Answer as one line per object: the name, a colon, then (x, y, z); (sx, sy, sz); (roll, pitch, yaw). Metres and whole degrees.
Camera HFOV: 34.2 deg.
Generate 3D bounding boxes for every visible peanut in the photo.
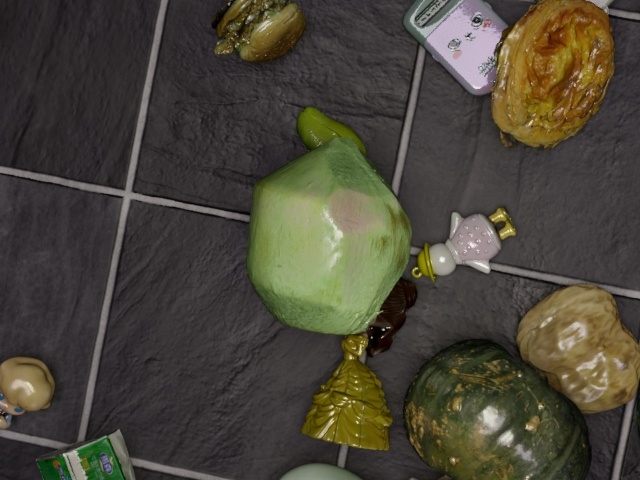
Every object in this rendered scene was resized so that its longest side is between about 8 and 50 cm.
peanut: (0.471, 0.198, 1.863); (0.196, 0.110, 0.233); (-33, 88, 1)

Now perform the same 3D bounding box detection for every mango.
mango: (0.021, -0.180, 1.920); (0.091, 0.074, 0.165); (-42, 76, 8)

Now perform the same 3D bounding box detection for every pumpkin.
pumpkin: (0.301, 0.326, 1.790); (0.327, 0.291, 0.257); (41, 85, -7)

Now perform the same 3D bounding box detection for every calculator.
calculator: (0.262, -0.379, 1.910); (0.141, 0.045, 0.246); (-43, 86, 4)

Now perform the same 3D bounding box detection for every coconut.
coconut: (0.014, -0.012, 1.730); (0.281, 0.328, 0.329); (10, 91, 24)

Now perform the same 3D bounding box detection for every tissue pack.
tissue pack: (-0.404, 0.470, 1.932); (0.156, 0.148, 0.209); (-19, 87, -35)

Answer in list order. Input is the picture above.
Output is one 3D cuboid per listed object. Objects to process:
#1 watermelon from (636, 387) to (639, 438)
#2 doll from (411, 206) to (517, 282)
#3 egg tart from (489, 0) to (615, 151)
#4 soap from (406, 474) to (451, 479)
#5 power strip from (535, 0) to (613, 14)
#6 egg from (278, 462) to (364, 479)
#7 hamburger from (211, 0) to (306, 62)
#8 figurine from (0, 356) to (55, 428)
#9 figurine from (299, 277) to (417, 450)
watermelon: (0.690, 0.364, 1.815); (0.176, 0.260, 0.256); (-23, 105, -9)
doll: (0.259, 0.013, 1.896); (0.207, 0.081, 0.129); (-29, 80, 7)
egg tart: (0.389, -0.297, 1.838); (0.297, 0.132, 0.297); (-15, 117, -32)
soap: (0.243, 0.642, 1.884); (0.304, 0.169, 0.339); (40, 125, 44)
power strip: (0.420, -0.495, 1.894); (0.270, 0.046, 0.118); (45, 97, 2)
egg: (0.030, 0.509, 1.869); (0.264, 0.183, 0.183); (32, 93, -3)
hamburger: (-0.116, -0.388, 1.888); (0.185, 0.159, 0.131); (-36, 90, -15)
figurine: (-0.595, 0.301, 1.964); (0.196, 0.108, 0.114); (-38, 84, 10)
figurine: (0.071, 0.207, 1.881); (0.168, 0.187, 0.315); (9, 83, 9)
